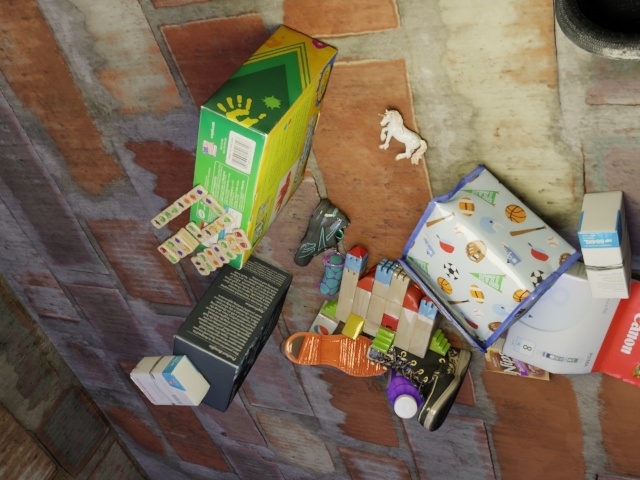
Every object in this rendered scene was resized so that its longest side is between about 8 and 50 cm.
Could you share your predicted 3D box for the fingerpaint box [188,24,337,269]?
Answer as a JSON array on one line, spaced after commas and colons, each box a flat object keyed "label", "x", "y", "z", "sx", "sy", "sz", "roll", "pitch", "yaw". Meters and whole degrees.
[{"label": "fingerpaint box", "x": -0.146, "y": -0.217, "z": 1.655, "sx": 0.163, "sy": 0.371, "sz": 0.444, "roll": 26, "pitch": 140, "yaw": 7}]

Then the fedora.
[{"label": "fedora", "x": 0.581, "y": -0.407, "z": 1.185, "sx": 0.334, "sy": 0.333, "sz": 0.152, "roll": -2, "pitch": 160, "yaw": 31}]

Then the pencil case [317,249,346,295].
[{"label": "pencil case", "x": 0.034, "y": 0.100, "z": 2.092, "sx": 0.070, "sy": 0.064, "sz": 0.151, "roll": 10, "pitch": 136, "yaw": -1}]

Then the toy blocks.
[{"label": "toy blocks", "x": 0.205, "y": 0.156, "z": 1.988, "sx": 0.382, "sy": 0.191, "sz": 0.260, "roll": 23, "pitch": 126, "yaw": 20}]

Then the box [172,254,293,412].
[{"label": "box", "x": -0.282, "y": 0.279, "z": 2.197, "sx": 0.212, "sy": 0.395, "sz": 0.293, "roll": 26, "pitch": 139, "yaw": 5}]

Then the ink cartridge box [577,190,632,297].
[{"label": "ink cartridge box", "x": 0.652, "y": 0.013, "z": 1.592, "sx": 0.086, "sy": 0.148, "sz": 0.203, "roll": -3, "pitch": 128, "yaw": 30}]

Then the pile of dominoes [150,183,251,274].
[{"label": "pile of dominoes", "x": -0.287, "y": -0.007, "z": 1.636, "sx": 0.196, "sy": 0.040, "sz": 0.251, "roll": 46, "pitch": 138, "yaw": -16}]

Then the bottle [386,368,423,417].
[{"label": "bottle", "x": 0.266, "y": 0.465, "z": 2.163, "sx": 0.118, "sy": 0.283, "sz": 0.092, "roll": 25, "pitch": 101, "yaw": 2}]

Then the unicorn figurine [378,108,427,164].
[{"label": "unicorn figurine", "x": 0.186, "y": -0.253, "z": 1.675, "sx": 0.162, "sy": 0.060, "sz": 0.111, "roll": 22, "pitch": 140, "yaw": -15}]

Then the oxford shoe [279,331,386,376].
[{"label": "oxford shoe", "x": 0.046, "y": 0.356, "z": 2.234, "sx": 0.364, "sy": 0.129, "sz": 0.133, "roll": 15, "pitch": 168, "yaw": -18}]

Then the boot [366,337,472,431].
[{"label": "boot", "x": 0.267, "y": 0.378, "z": 2.026, "sx": 0.284, "sy": 0.377, "sz": 0.138, "roll": 24, "pitch": 120, "yaw": 16}]

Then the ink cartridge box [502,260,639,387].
[{"label": "ink cartridge box", "x": 0.682, "y": 0.222, "z": 1.756, "sx": 0.385, "sy": 0.091, "sz": 0.308, "roll": 21, "pitch": 126, "yaw": 21}]

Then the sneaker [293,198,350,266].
[{"label": "sneaker", "x": 0.000, "y": 0.000, "z": 1.989, "sx": 0.106, "sy": 0.101, "sz": 0.267, "roll": 27, "pitch": 139, "yaw": 0}]

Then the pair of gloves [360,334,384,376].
[{"label": "pair of gloves", "x": 0.164, "y": 0.389, "z": 2.332, "sx": 0.159, "sy": 0.023, "sz": 0.198, "roll": 31, "pitch": 138, "yaw": 0}]

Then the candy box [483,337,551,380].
[{"label": "candy box", "x": 0.573, "y": 0.342, "z": 2.032, "sx": 0.187, "sy": 0.053, "sz": 0.109, "roll": 6, "pitch": 134, "yaw": 27}]

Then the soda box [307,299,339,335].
[{"label": "soda box", "x": 0.005, "y": 0.289, "z": 2.290, "sx": 0.074, "sy": 0.069, "sz": 0.216, "roll": 29, "pitch": 138, "yaw": 2}]

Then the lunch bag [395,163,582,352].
[{"label": "lunch bag", "x": 0.370, "y": 0.075, "z": 1.700, "sx": 0.328, "sy": 0.239, "sz": 0.385, "roll": 48, "pitch": 150, "yaw": 16}]

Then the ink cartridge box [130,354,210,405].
[{"label": "ink cartridge box", "x": -0.446, "y": 0.414, "z": 2.064, "sx": 0.191, "sy": 0.082, "sz": 0.139, "roll": -8, "pitch": 125, "yaw": 38}]
